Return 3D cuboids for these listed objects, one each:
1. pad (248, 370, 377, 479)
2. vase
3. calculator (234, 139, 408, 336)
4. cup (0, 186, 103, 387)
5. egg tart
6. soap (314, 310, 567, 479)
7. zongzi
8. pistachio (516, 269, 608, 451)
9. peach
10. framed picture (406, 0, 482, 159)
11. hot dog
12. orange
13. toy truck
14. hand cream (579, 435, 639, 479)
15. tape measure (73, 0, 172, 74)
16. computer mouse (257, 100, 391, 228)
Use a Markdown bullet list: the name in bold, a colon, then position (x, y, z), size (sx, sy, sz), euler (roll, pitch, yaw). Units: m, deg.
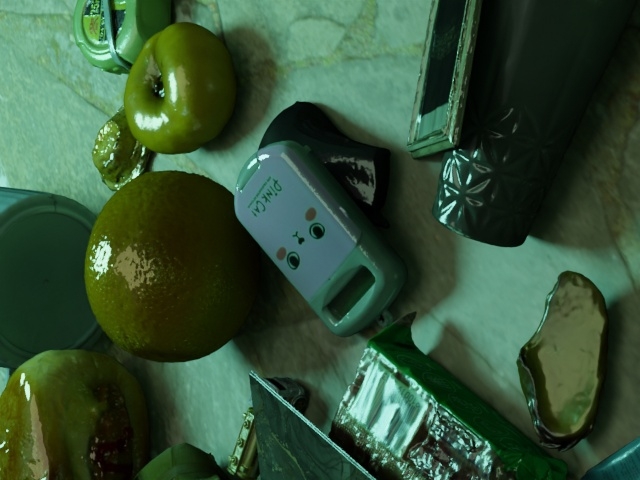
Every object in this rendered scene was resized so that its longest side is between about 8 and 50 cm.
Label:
- **pad**: position (0.027, 0.318, 1.649), size (0.367, 0.007, 0.248), euler (36, 138, 49)
- **vase**: position (0.196, -0.153, 1.550), size (0.251, 0.156, 0.301), euler (-132, 55, -61)
- **calculator**: position (0.000, 0.000, 1.741), size (0.246, 0.045, 0.141), euler (51, 135, 9)
- **cup**: position (-0.476, 0.076, 2.172), size (0.311, 0.257, 0.331), euler (4, 61, 48)
- **egg tart**: position (-0.282, -0.131, 2.167), size (0.128, 0.049, 0.129), euler (-16, 69, 47)
- **soap**: position (0.116, 0.225, 1.591), size (0.273, 0.098, 0.218), euler (37, 111, 46)
- **zongzi**: position (-0.100, 0.385, 1.838), size (0.123, 0.289, 0.260), euler (-37, 10, -7)
- **pistachio**: position (0.235, 0.117, 1.511), size (0.089, 0.049, 0.173), euler (6, 85, 27)
- **peach**: position (-0.181, -0.198, 2.020), size (0.179, 0.103, 0.179), euler (-18, 67, 47)
- **framed picture**: position (0.128, -0.201, 1.594), size (0.293, 0.018, 0.231), euler (-178, 98, -86)
- **hot dog**: position (-0.361, 0.349, 2.056), size (0.405, 0.185, 0.223), euler (-59, 43, 23)
- **orange**: position (-0.178, 0.033, 1.883), size (0.236, 0.236, 0.236), euler (-13, 73, 48)
- **toy truck**: position (-0.065, 0.221, 1.831), size (0.052, 0.062, 0.123), euler (30, 106, 49)
- **hand cream**: position (0.316, 0.199, 1.412), size (0.224, 0.048, 0.083), euler (-48, 49, 41)
- **tape measure**: position (-0.269, -0.306, 2.155), size (0.154, 0.087, 0.178), euler (-5, 80, 37)
- **computer mouse**: position (-0.013, -0.072, 1.818), size (0.264, 0.088, 0.147), euler (32, 109, 45)
